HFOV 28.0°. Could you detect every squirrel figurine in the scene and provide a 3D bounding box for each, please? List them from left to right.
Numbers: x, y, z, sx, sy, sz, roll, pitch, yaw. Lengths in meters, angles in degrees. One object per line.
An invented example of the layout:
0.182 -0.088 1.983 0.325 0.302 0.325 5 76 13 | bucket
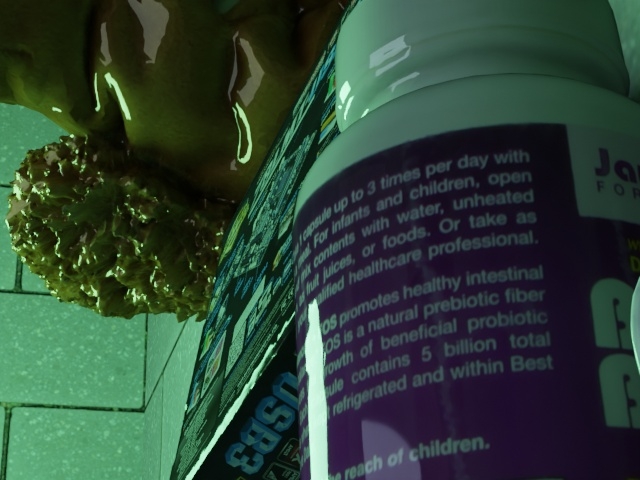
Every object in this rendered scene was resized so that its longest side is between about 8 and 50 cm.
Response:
-0.154 -0.108 1.056 0.281 0.371 0.396 -129 45 -70 | squirrel figurine

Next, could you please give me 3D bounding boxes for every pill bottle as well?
0.074 0.044 0.501 0.169 0.169 0.301 119 152 -59 | pill bottle

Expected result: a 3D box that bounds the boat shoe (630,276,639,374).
0.153 0.133 0.312 0.102 0.108 0.301 54 -163 -60 | boat shoe

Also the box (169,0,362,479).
0.000 0.000 0.809 0.295 0.073 0.293 -58 14 36 | box
